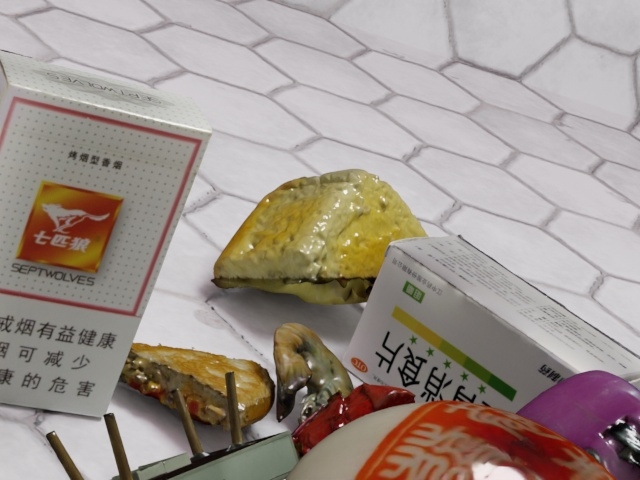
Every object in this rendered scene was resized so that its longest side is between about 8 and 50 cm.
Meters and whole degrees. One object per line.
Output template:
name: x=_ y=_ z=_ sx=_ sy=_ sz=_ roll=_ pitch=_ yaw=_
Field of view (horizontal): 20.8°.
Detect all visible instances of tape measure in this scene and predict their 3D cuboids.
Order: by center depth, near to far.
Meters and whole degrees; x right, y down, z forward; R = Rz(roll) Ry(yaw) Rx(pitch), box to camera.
tape measure: x=0.290 y=0.254 z=1.749 sx=0.149 sy=0.231 sz=0.245 roll=-33 pitch=13 yaw=-17

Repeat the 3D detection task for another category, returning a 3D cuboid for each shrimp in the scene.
shrimp: x=-0.008 y=0.163 z=1.836 sx=0.145 sy=0.059 sz=0.254 roll=61 pitch=16 yaw=-14

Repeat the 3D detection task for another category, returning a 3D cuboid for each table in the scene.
table: x=-0.142 y=0.195 z=1.554 sx=0.240 sy=0.122 sz=0.111 roll=-14 pitch=85 yaw=-58

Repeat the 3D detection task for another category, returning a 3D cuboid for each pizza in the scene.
pizza: x=-0.146 y=0.150 z=1.814 sx=0.199 sy=0.062 sz=0.188 roll=18 pitch=8 yaw=6

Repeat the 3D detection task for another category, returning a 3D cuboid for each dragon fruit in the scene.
dragon fruit: x=0.003 y=0.215 z=1.724 sx=0.192 sy=0.122 sz=0.092 roll=-31 pitch=36 yaw=-19

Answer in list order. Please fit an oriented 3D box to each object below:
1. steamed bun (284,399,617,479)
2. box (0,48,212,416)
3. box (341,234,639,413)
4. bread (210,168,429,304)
steamed bun: x=0.141 y=0.281 z=1.532 sx=0.374 sy=0.241 sz=0.374 roll=22 pitch=22 yaw=-9
box: x=-0.259 y=0.000 z=1.673 sx=0.210 sy=0.330 sz=0.095 roll=11 pitch=24 yaw=-27
box: x=0.206 y=0.148 z=2.014 sx=0.333 sy=0.173 sz=0.145 roll=35 pitch=26 yaw=31
bread: x=0.000 y=0.000 z=2.149 sx=0.204 sy=0.162 sz=0.262 roll=-9 pitch=-9 yaw=42
